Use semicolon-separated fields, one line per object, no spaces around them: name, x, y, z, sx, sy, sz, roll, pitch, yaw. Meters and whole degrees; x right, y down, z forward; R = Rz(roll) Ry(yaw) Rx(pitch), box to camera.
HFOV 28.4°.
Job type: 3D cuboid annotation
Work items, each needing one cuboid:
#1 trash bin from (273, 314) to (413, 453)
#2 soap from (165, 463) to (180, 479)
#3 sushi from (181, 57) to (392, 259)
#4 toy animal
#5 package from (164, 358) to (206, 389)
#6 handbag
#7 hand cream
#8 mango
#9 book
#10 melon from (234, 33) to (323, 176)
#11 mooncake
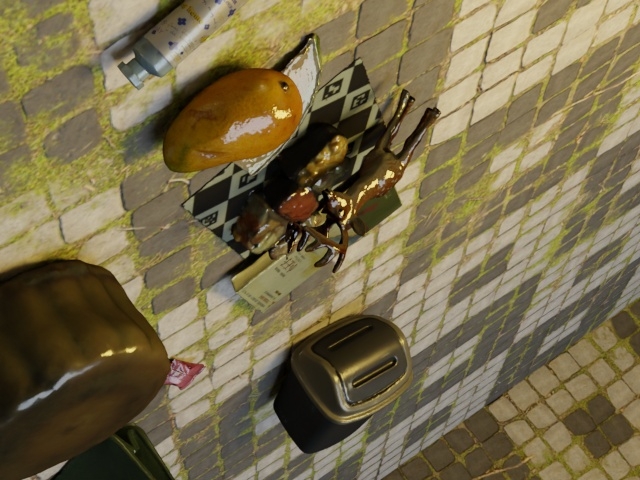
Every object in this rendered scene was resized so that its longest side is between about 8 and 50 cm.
trash bin;0.038;0.265;2.344;0.209;0.182;0.290;-27;162;-30
soap;-0.340;0.510;2.382;0.114;0.063;0.198;-25;156;-36
sushi;-0.015;-0.079;1.695;0.292;0.059;0.294;-39;159;1
toy animal;0.068;-0.073;1.665;0.260;0.087;0.243;-57;167;5
package;-0.225;0.212;1.997;0.059;0.029;0.083;-47;149;14
handbag;-0.322;0.461;2.030;0.247;0.260;0.079;-47;162;19
hand cream;-0.125;-0.214;1.244;0.171;0.043;0.065;-40;159;-2
mango;-0.099;-0.134;1.400;0.165;0.089;0.115;-18;156;-18
book;0.000;0.000;1.920;0.289;0.026;0.201;-39;164;0
melon;-0.051;-0.162;1.495;0.182;0.054;0.098;-42;144;10
mooncake;-0.336;0.158;1.511;0.290;0.161;0.290;-32;160;-13
